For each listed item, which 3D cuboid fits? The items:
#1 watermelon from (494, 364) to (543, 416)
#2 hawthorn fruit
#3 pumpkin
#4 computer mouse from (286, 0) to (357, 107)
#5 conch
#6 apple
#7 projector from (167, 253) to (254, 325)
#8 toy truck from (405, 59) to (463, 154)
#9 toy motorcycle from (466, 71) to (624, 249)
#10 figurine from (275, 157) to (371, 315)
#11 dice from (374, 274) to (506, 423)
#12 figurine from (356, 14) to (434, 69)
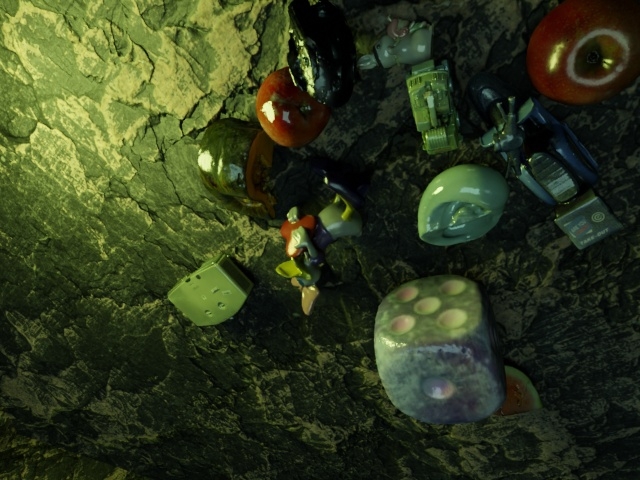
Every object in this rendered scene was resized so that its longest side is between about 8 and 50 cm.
[{"bbox_3d":[0.508,0.411,1.197,0.192,0.137,0.146,-13,81,25],"label":"watermelon"},{"bbox_3d":[-0.058,-0.283,0.903,0.172,0.173,0.173,9,123,14],"label":"hawthorn fruit"},{"bbox_3d":[-0.188,-0.182,1.067,0.139,0.190,0.280,10,167,12],"label":"pumpkin"},{"bbox_3d":[0.010,-0.375,0.823,0.077,0.146,0.242,-23,80,59],"label":"computer mouse"},{"bbox_3d":[0.311,-0.075,0.937,0.184,0.121,0.221,37,132,-11],"label":"conch"},{"bbox_3d":[0.443,-0.317,0.713,0.180,0.168,0.181,12,129,16],"label":"apple"},{"bbox_3d":[-0.331,0.165,1.328,0.269,0.088,0.194,-30,108,32],"label":"projector"},{"bbox_3d":[0.224,-0.248,0.830,0.085,0.116,0.191,-8,145,22],"label":"toy truck"},{"bbox_3d":[0.401,-0.167,0.791,0.358,0.213,0.125,43,125,-10],"label":"toy motorcycle"},{"bbox_3d":[-0.002,-0.004,1.081,0.193,0.154,0.421,13,123,-32],"label":"figurine"},{"bbox_3d":[0.300,0.266,1.062,0.269,0.271,0.271,-12,116,24],"label":"dice"},{"bbox_3d":[0.149,-0.386,0.841,0.146,0.081,0.098,7,80,20],"label":"figurine"}]
